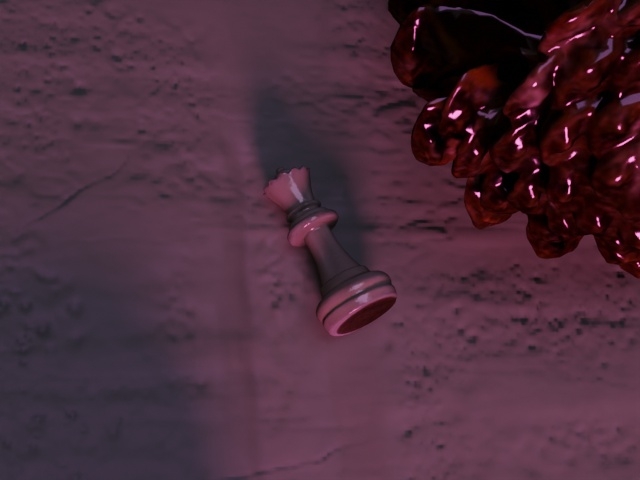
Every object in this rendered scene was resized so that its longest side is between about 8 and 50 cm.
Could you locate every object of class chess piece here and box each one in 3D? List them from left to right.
[{"bbox_3d":[0.000,0.000,0.521,0.042,0.042,0.093,-23,71,-21],"label":"chess piece"}]

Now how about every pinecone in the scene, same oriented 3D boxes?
[{"bbox_3d":[0.148,-0.130,0.507,0.246,0.246,0.292,-4,56,-15],"label":"pinecone"}]
